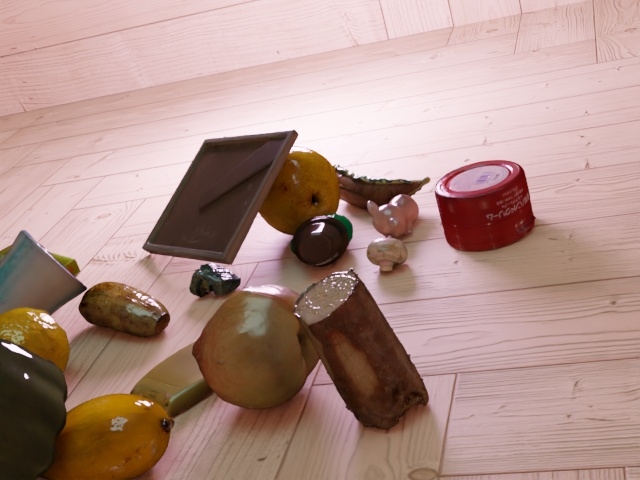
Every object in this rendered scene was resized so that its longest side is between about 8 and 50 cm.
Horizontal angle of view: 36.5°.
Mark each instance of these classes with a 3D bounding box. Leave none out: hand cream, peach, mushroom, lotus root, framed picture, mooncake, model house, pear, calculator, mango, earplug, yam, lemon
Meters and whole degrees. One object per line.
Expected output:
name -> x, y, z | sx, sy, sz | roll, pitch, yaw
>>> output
hand cream -> 0.333, -0.074, 1.974 | 0.193, 0.125, 0.193 | -16, 24, 7
peach -> -0.115, 0.175, 1.616 | 0.232, 0.232, 0.232 | -13, 24, 6
mushroom -> 0.133, 0.029, 1.946 | 0.083, 0.067, 0.083 | 2, -8, 0
lotus root -> -0.409, 0.140, 2.013 | 0.258, 0.097, 0.110 | 9, 31, 37
framed picture -> -0.236, -0.103, 2.208 | 0.446, 0.028, 0.326 | 6, 65, 58
mooncake -> -0.557, 0.312, 1.512 | 0.351, 0.187, 0.351 | -25, 40, 24
model house -> -0.223, 0.092, 2.056 | 0.083, 0.066, 0.079 | 22, 30, 29
pear -> -0.053, -0.107, 2.188 | 0.209, 0.209, 0.209 | -13, 24, 6
calculator -> -0.231, 0.234, 1.768 | 0.157, 0.033, 0.236 | 6, 30, 42
mango -> -0.369, 0.326, 1.567 | 0.317, 0.119, 0.176 | -14, 27, 27
earplug -> -0.665, 0.155, 2.021 | 0.324, 0.185, 0.185 | -48, 32, -10
yam -> 0.062, 0.172, 1.489 | 0.128, 0.238, 0.129 | -25, 18, 19
lemon -> -0.570, 0.221, 1.843 | 0.180, 0.180, 0.193 | -15, 23, 2

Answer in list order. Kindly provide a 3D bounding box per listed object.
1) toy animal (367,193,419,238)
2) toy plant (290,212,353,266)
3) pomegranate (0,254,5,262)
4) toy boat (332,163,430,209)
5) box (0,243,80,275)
toy animal -> 0.161, -0.057, 2.095 | 0.083, 0.089, 0.150 | -4, 17, 32
toy plant -> 0.000, 0.000, 2.059 | 0.143, 0.105, 0.200 | -24, 5, 11
pomegranate -> -0.711, 0.126, 2.162 | 0.225, 0.187, 0.187 | 17, 29, 4
toy boat -> 0.123, -0.120, 2.234 | 0.293, 0.108, 0.099 | 12, 62, 49
box -> -0.751, 0.079, 2.418 | 0.311, 0.043, 0.173 | 11, 35, 45
